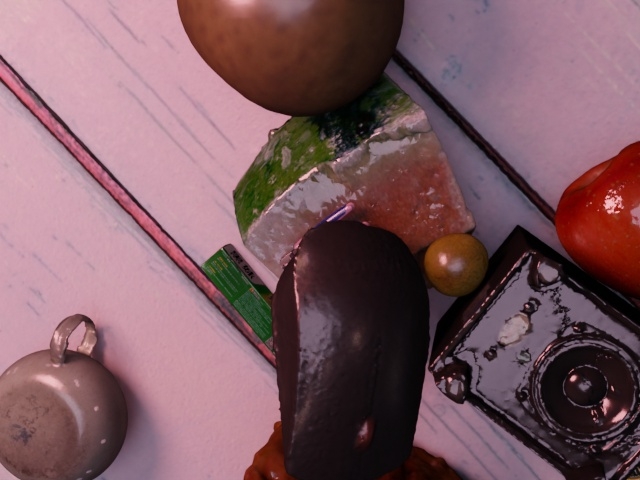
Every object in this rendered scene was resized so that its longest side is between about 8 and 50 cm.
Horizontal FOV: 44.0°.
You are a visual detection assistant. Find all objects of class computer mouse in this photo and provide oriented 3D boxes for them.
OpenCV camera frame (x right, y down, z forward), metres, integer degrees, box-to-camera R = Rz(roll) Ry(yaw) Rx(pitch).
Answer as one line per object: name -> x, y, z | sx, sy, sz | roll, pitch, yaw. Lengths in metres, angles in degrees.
computer mouse -> 0.041, 0.125, 0.849 | 0.168, 0.087, 0.295 | -1, 89, -27

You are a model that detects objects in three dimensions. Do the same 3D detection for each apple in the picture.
apple -> 0.359, -0.020, 0.875 | 0.181, 0.181, 0.168 | -36, 94, 15

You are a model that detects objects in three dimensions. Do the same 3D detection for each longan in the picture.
longan -> 0.156, 0.027, 0.882 | 0.083, 0.075, 0.075 | 3, 102, -30
longan -> -0.033, -0.264, 0.891 | 0.258, 0.258, 0.257 | 2, 98, 12

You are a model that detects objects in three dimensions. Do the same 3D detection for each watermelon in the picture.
watermelon -> 0.046, -0.042, 0.951 | 0.264, 0.151, 0.302 | -38, 89, 14

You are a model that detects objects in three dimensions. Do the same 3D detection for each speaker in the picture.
speaker -> 0.263, 0.128, 0.878 | 0.232, 0.254, 0.184 | 36, 102, 4

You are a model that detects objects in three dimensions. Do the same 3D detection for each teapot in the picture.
teapot -> -0.358, 0.242, 1.094 | 0.193, 0.129, 0.294 | 14, 99, 10

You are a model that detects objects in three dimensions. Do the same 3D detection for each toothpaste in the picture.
toothpaste -> -0.084, 0.086, 1.057 | 0.043, 0.037, 0.178 | -40, 88, 18

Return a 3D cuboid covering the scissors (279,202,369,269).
scissors -> 0.000, 0.000, 0.900 | 0.113, 0.012, 0.039 | -32, 108, 16

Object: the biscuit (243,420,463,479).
biscuit -> 0.075, 0.372, 0.912 | 0.395, 0.343, 0.166 | 29, 107, 9

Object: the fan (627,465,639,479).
fan -> 0.415, 0.262, 0.973 | 0.155, 0.039, 0.082 | 14, 100, 8
